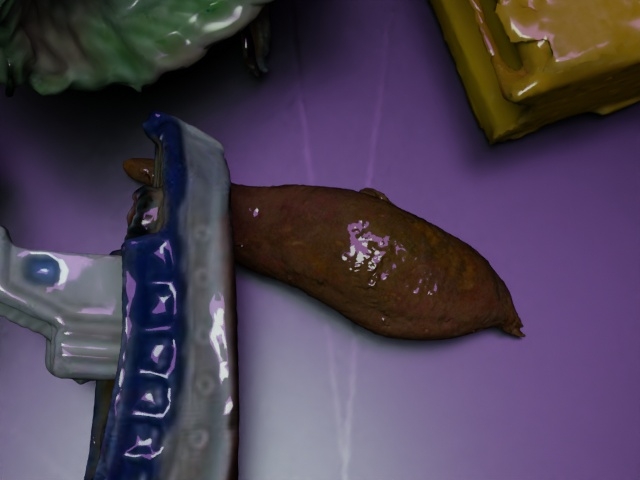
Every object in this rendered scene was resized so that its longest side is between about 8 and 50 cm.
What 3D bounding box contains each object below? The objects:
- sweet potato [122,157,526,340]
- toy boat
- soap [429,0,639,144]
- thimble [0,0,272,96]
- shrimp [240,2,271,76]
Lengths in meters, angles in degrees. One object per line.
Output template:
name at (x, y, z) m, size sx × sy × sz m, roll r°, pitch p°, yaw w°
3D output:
sweet potato at (0.001, 0.000, 0.610) m, size 0.226 × 0.068 × 0.068 m, roll 22°, pitch 79°, yaw 4°
toy boat at (-0.100, 0.070, 0.564) m, size 0.115 × 0.114 × 0.262 m, roll 0°, pitch 87°, yaw -13°
soap at (0.130, -0.227, 0.641) m, size 0.204 × 0.096 × 0.324 m, roll -18°, pitch 79°, yaw -5°
thimble at (-0.093, -0.171, 0.533) m, size 0.219 × 0.219 × 0.150 m, roll -35°, pitch 75°, yaw -7°
shrimp at (-0.021, -0.222, 0.639) m, size 0.145 × 0.059 × 0.254 m, roll -20°, pitch 81°, yaw 31°
